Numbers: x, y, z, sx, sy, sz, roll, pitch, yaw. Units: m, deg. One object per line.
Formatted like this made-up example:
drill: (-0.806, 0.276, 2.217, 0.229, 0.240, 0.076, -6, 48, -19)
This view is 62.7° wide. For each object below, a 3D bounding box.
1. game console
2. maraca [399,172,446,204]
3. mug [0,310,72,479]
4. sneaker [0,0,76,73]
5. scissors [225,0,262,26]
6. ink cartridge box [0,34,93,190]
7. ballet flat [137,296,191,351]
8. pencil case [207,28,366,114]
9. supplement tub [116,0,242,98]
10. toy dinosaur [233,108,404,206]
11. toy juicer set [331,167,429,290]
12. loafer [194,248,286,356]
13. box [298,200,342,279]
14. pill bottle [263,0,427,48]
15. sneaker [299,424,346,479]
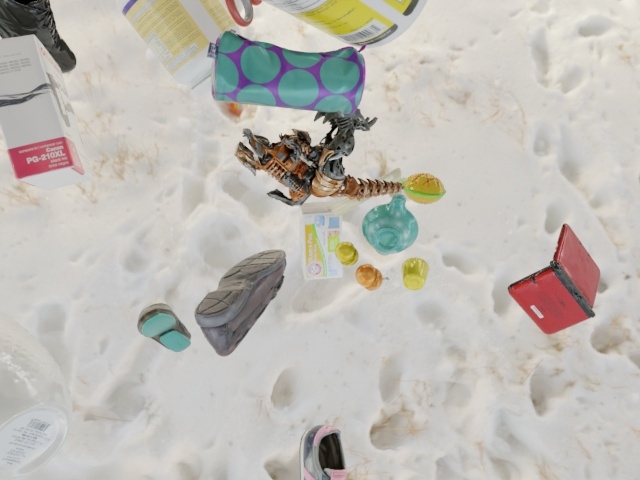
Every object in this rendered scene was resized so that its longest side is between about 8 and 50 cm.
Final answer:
game console: (0.380, 0.066, 0.850, 0.144, 0.124, 0.085, 42, 30, -28)
maraca: (0.314, -0.173, 1.701, 0.186, 0.099, 0.127, 18, 25, 24)
mug: (-0.693, 0.299, 1.063, 0.328, 0.374, 0.276, 24, 58, 33)
sneaker: (-0.564, -0.423, 1.018, 0.130, 0.286, 0.109, -14, 72, 11)
scissors: (-0.180, -0.452, 0.808, 0.021, 0.297, 0.109, 3, 72, 31)
ink cartridge box: (-0.511, -0.224, 0.956, 0.100, 0.172, 0.237, -17, 93, -13)
ballet flat: (-0.409, 0.208, 1.339, 0.095, 0.280, 0.096, -28, 65, -13)
pencil case: (-0.033, -0.167, 0.522, 0.152, 0.064, 0.070, 5, 99, -8)
supplement tub: (-0.372, -0.595, 1.477, 0.241, 0.241, 0.331, -46, 113, -22)
toy dinosaur: (0.004, -0.162, 1.030, 0.322, 0.164, 0.218, 13, 102, -35)
toy juicer set: (0.129, -0.020, 1.260, 0.209, 0.329, 0.089, -9, 30, 19)
loafer: (-0.145, 0.111, 1.030, 0.109, 0.095, 0.302, -5, 20, 21)
box: (0.000, 0.000, 1.498, 0.114, 0.103, 0.203, -5, 112, -6)
pill bottle: (-0.012, -0.378, 0.654, 0.334, 0.188, 0.187, 1, 59, -52)
sneaker: (0.017, 0.612, 1.278, 0.112, 0.131, 0.319, 5, 61, -28)
